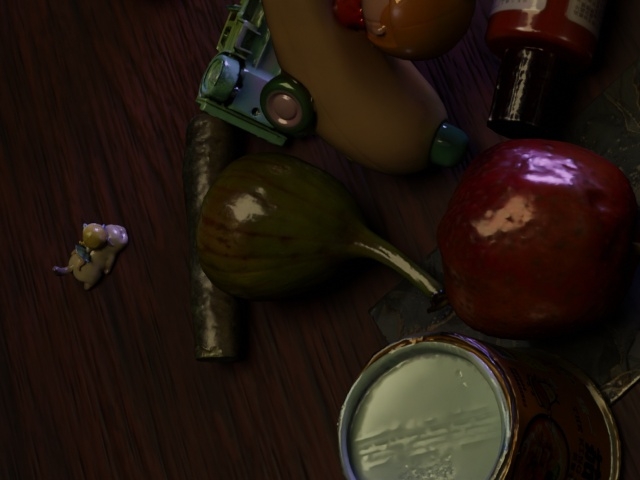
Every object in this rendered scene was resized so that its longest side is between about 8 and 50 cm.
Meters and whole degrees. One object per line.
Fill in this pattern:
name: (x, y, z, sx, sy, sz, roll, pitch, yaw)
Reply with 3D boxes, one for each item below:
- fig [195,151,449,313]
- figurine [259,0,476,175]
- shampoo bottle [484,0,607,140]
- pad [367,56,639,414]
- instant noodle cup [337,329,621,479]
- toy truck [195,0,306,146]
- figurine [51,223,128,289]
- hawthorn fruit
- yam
fig: (0.000, 0.000, 1.580, 0.259, 0.151, 0.151, 15, 82, 36)
figurine: (0.045, -0.209, 1.546, 0.222, 0.324, 0.124, 3, 31, 32)
shampoo bottle: (0.215, -0.227, 1.541, 0.104, 0.104, 0.278, 7, 77, 36)
pad: (0.229, 0.031, 1.499, 0.367, 0.007, 0.247, -44, 54, 14)
instant noodle cup: (0.125, 0.175, 1.404, 0.216, 0.172, 0.215, -11, 67, 29)
toy truck: (-0.039, -0.234, 1.725, 0.135, 0.128, 0.259, 14, 82, 63)
figurine: (-0.252, 0.013, 1.805, 0.047, 0.050, 0.083, 43, 99, 31)
hawthorn fruit: (0.205, 0.003, 1.425, 0.200, 0.179, 0.179, 7, 76, 15)
yam: (-0.110, -0.004, 1.711, 0.061, 0.061, 0.274, -16, 66, 29)
